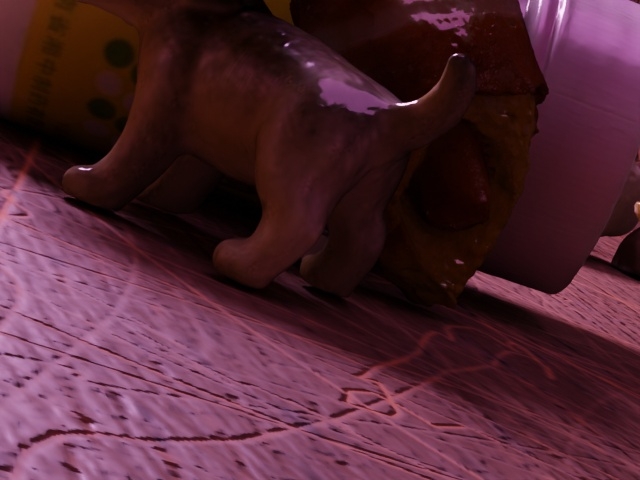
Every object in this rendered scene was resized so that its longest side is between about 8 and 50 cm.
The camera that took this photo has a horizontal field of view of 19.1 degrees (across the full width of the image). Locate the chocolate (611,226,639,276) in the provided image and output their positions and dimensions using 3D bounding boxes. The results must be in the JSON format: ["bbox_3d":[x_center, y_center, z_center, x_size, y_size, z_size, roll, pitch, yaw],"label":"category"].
[{"bbox_3d":[0.388,0.021,1.789,0.157,0.080,0.254,26,8,35],"label":"chocolate"}]

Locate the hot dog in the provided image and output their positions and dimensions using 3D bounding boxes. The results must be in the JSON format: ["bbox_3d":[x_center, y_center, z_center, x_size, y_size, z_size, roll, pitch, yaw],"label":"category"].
[{"bbox_3d":[0.051,-0.096,0.975,0.123,0.261,0.093,-16,0,-19],"label":"hot dog"}]

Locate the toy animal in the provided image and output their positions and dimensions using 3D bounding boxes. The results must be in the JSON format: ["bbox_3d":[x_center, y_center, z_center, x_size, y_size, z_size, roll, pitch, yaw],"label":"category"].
[{"bbox_3d":[-0.046,-0.074,0.917,0.233,0.168,0.121,41,17,31],"label":"toy animal"}]

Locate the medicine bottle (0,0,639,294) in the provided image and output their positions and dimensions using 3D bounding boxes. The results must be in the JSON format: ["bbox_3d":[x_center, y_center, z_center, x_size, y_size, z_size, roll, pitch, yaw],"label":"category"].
[{"bbox_3d":[-0.007,-0.117,1.128,0.379,0.213,0.213,19,7,-4],"label":"medicine bottle"}]

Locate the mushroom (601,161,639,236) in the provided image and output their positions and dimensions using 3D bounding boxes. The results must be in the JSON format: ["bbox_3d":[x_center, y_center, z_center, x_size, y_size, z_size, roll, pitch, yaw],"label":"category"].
[{"bbox_3d":[0.154,-0.073,1.683,0.350,0.128,0.128,12,10,-32],"label":"mushroom"}]

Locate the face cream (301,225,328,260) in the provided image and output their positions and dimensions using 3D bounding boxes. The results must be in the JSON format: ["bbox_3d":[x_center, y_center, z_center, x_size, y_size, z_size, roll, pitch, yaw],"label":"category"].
[{"bbox_3d":[0.000,0.000,1.035,0.038,0.020,0.115,20,6,-1],"label":"face cream"}]

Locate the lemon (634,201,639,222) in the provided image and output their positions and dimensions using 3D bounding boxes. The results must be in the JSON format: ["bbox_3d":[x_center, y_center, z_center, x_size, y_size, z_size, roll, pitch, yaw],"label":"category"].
[{"bbox_3d":[0.350,-0.010,1.531,0.203,0.178,0.178,8,7,-3],"label":"lemon"}]
